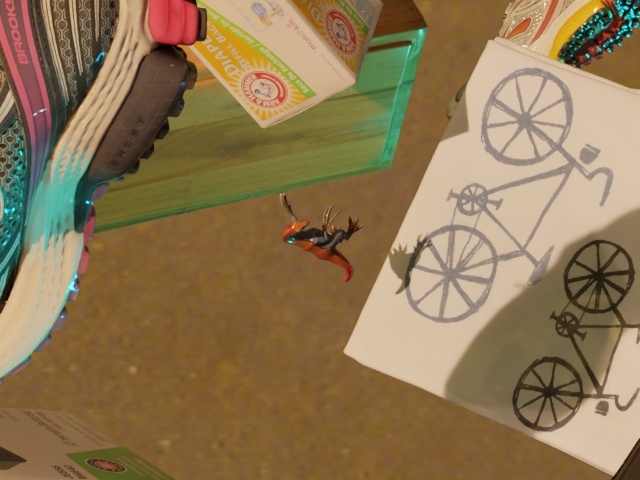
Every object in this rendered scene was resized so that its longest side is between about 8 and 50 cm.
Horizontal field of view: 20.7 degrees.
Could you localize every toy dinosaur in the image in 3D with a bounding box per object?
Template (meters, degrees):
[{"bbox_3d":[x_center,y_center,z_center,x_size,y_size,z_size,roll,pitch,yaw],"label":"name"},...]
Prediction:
[{"bbox_3d":[0.000,0.000,1.417,0.082,0.047,0.090,-25,101,-49],"label":"toy dinosaur"}]

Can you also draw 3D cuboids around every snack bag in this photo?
[{"bbox_3d":[0.223,0.014,1.495,0.037,0.342,0.323,31,83,-60],"label":"snack bag"}]

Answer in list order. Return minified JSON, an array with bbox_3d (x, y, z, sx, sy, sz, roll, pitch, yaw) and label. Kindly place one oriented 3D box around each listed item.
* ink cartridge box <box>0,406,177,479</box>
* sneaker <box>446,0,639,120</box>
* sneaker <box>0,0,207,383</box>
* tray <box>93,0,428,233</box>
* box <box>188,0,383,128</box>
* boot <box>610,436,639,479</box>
[{"bbox_3d":[-0.250,0.176,1.096,0.272,0.198,0.115,7,96,-32],"label":"ink cartridge box"},{"bbox_3d":[0.210,-0.188,1.706,0.088,0.225,0.093,19,38,-49],"label":"sneaker"},{"bbox_3d":[-0.165,-0.042,0.855,0.112,0.299,0.121,10,41,-28],"label":"sneaker"},{"bbox_3d":[-0.112,-0.115,1.652,0.410,0.203,0.076,-13,54,-20],"label":"tray"},{"bbox_3d":[-0.057,-0.208,1.405,0.203,0.103,0.114,47,39,-26],"label":"box"},{"bbox_3d":[0.196,0.130,0.857,0.085,0.179,0.236,33,20,0],"label":"boot"}]
